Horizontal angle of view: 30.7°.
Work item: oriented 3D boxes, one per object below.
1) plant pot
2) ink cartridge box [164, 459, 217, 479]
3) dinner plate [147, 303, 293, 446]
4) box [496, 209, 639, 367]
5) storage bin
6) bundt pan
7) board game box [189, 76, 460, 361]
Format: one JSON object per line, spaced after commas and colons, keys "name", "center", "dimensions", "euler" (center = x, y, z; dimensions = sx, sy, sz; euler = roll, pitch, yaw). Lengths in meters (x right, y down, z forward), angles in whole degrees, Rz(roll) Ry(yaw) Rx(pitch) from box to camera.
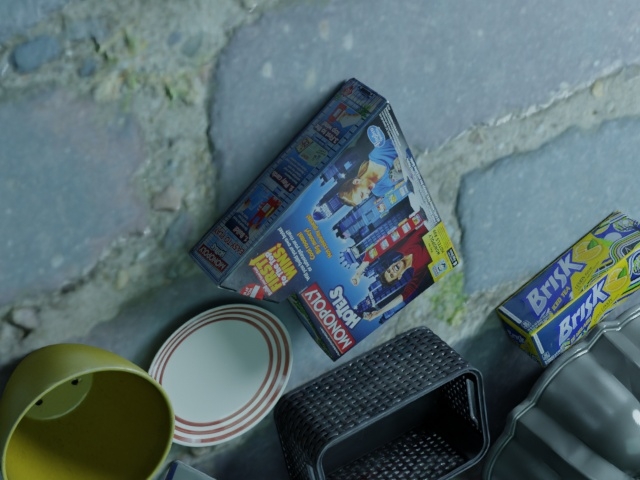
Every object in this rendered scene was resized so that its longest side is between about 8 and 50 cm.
{"name": "plant pot", "center": [-0.192, 0.132, 0.897], "dimensions": [0.134, 0.095, 0.134], "euler": [-15, 122, -25]}
{"name": "ink cartridge box", "center": [-0.033, 0.400, 1.020], "dimensions": [0.324, 0.330, 0.071], "euler": [-69, 160, 5]}
{"name": "dinner plate", "center": [-0.089, 0.115, 1.007], "dimensions": [0.141, 0.017, 0.141], "euler": [-16, 124, -26]}
{"name": "box", "center": [0.262, 0.047, 1.170], "dimensions": [0.169, 0.059, 0.054], "euler": [-38, 130, -10]}
{"name": "storage bin", "center": [0.060, 0.177, 1.095], "dimensions": [0.180, 0.084, 0.122], "euler": [-26, 127, -20]}
{"name": "bundt pan", "center": [0.329, 0.228, 1.237], "dimensions": [0.330, 0.124, 0.331], "euler": [-23, 135, -25]}
{"name": "board game box", "center": [0.000, 0.000, 0.973], "dimensions": [0.194, 0.060, 0.194], "euler": [-36, 130, -10]}
